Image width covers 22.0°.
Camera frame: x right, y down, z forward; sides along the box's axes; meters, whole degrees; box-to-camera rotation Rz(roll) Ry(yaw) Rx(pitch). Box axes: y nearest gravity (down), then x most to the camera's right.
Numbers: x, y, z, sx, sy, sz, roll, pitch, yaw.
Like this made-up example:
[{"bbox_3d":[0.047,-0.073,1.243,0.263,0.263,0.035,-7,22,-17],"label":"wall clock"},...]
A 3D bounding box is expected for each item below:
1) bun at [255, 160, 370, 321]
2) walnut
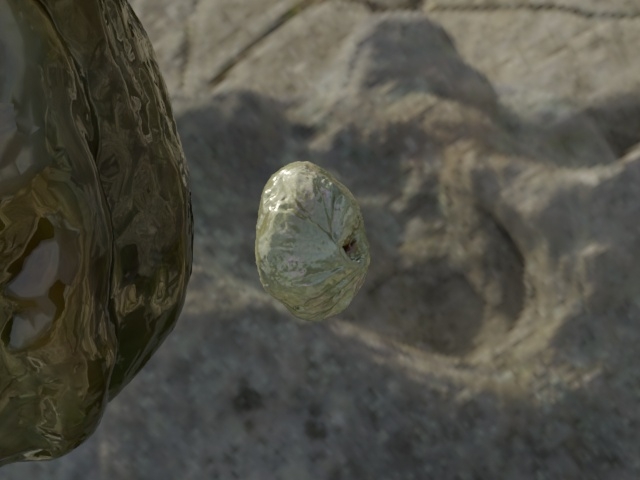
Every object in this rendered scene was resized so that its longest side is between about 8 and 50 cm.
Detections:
[{"bbox_3d":[0.000,0.000,1.174,0.069,0.115,0.115,-4,51,20],"label":"bun"},{"bbox_3d":[-0.171,-0.034,0.661,0.227,0.283,0.283,-28,37,-27],"label":"walnut"}]
